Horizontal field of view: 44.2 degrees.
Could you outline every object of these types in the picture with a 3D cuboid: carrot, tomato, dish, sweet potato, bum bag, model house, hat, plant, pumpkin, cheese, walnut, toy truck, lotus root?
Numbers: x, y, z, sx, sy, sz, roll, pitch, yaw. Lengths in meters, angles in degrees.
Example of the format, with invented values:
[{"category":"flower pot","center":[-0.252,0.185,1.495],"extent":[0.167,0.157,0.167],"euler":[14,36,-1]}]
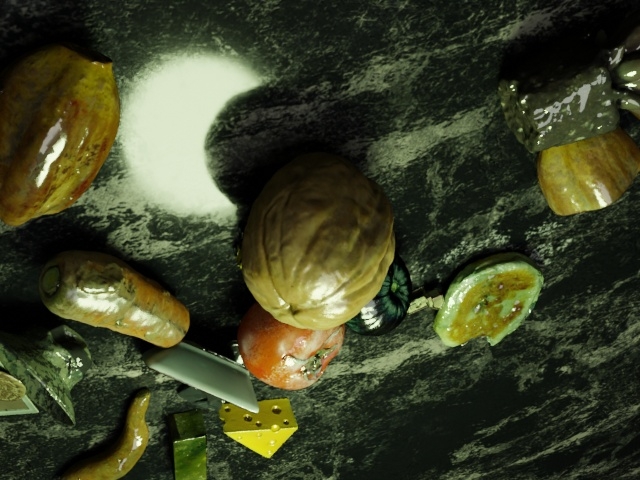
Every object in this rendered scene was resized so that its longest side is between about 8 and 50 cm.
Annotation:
[{"category":"carrot","center":[-0.376,0.106,1.457],"extent":[0.138,0.139,0.302],"euler":[-37,144,12]},{"category":"tomato","center":[-0.063,0.188,1.621],"extent":[0.232,0.188,0.232],"euler":[-38,147,-31]},{"category":"dish","center":[-0.236,0.262,1.615],"extent":[0.243,0.182,0.080],"euler":[27,81,-14]},{"category":"sweet potato","center":[-0.460,0.474,1.789],"extent":[0.108,0.079,0.346],"euler":[33,109,-27]},{"category":"bum bag","center":[-0.212,0.301,1.750],"extent":[0.123,0.060,0.248],"euler":[19,121,-36]},{"category":"model house","center":[0.237,0.142,1.804],"extent":[0.083,0.057,0.058],"euler":[-23,131,-5]},{"category":"hat","center":[-0.510,0.223,1.486],"extent":[0.128,0.265,0.266],"euler":[-42,143,-29]},{"category":"plant","center":[0.493,-0.296,1.430],"extent":[0.320,0.182,0.194],"euler":[-25,130,-3]},{"category":"pumpkin","center":[0.103,0.099,1.619],"extent":[0.140,0.202,0.202],"euler":[-8,147,37]},{"category":"cheese","center":[-0.165,0.432,1.868],"extent":[0.171,0.093,0.126],"euler":[22,119,-35]},{"category":"walnut","center":[0.002,0.000,1.411],"extent":[0.277,0.313,0.252],"euler":[34,147,-7]},{"category":"toy truck","center":[-0.136,0.015,1.526],"extent":[0.049,0.054,0.083],"euler":[-1,131,-22]},{"category":"lotus root","center":[0.520,-0.169,1.593],"extent":[0.180,0.199,0.188],"euler":[50,61,-15]},{"category":"lotus root","center":[-0.410,-0.169,1.171],"extent":[0.193,0.193,0.291],"euler":[18,124,-35]}]

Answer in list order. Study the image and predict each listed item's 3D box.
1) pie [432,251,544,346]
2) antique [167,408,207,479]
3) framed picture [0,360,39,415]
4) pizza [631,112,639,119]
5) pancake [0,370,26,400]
[{"category":"pie","center":[0.397,0.148,1.870],"extent":[0.302,0.067,0.303],"euler":[-13,134,-14]},{"category":"antique","center":[-0.317,0.504,1.879],"extent":[0.081,0.080,0.221],"euler":[-7,134,-17]},{"category":"framed picture","center":[-0.683,0.256,1.493],"extent":[0.217,0.017,0.274],"euler":[-4,135,7]},{"category":"pizza","center":[0.779,-0.305,1.617],"extent":[0.258,0.087,0.268],"euler":[-42,135,20]},{"category":"pancake","center":[-0.607,0.273,1.478],"extent":[0.114,0.011,0.115],"euler":[5,136,5]}]
